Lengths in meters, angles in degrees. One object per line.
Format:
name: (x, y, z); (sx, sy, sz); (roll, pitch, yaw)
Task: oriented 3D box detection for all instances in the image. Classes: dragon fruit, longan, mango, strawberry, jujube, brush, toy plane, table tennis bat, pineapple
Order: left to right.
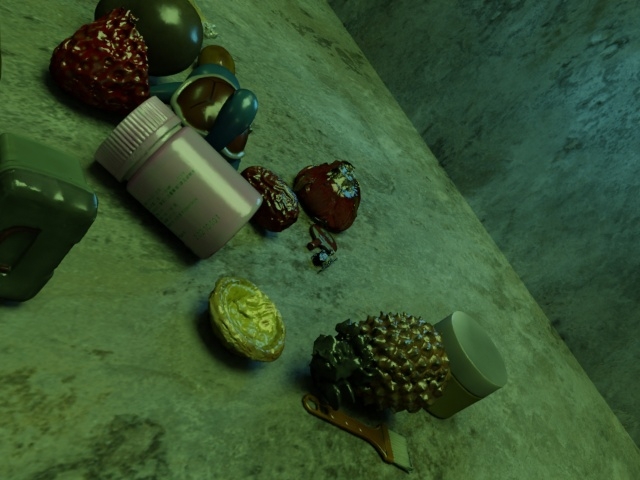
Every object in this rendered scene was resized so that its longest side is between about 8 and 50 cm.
strawberry: (-0.454, -0.344, 1.286); (0.178, 0.234, 0.234); (-21, 71, -32)
longan: (-0.400, -0.496, 1.477); (0.248, 0.248, 0.248); (38, 28, -25)
mango: (-0.293, -0.479, 1.778); (0.111, 0.089, 0.163); (6, 59, -40)
jujube: (-0.128, -0.103, 1.512); (0.176, 0.109, 0.112); (52, 21, 12)
table tennis bat: (0.000, 0.000, 1.689); (0.098, 0.019, 0.155); (51, 23, 3)
toy plane: (0.012, 0.047, 1.628); (0.049, 0.031, 0.121); (57, 28, 1)
dragon fruit: (0.045, -0.149, 1.800); (0.224, 0.148, 0.218); (6, 47, -57)
brush: (0.079, 0.389, 1.299); (0.314, 0.017, 0.090); (35, 27, -28)
pineapple: (0.095, 0.255, 1.309); (0.357, 0.223, 0.222); (8, 47, -41)

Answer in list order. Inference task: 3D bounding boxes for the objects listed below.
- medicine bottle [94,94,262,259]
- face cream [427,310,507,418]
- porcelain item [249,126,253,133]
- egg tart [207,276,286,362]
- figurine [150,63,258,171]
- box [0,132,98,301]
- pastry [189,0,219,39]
medicine bottle: (-0.272, -0.119, 1.225); (0.291, 0.178, 0.178); (44, 26, -11)
face cream: (0.337, 0.318, 1.613); (0.218, 0.179, 0.218); (38, 28, -25)
porcelain item: (-0.220, -0.335, 1.768); (0.083, 0.028, 0.036); (58, 10, 19)
egg tart: (-0.144, 0.155, 1.181); (0.191, 0.074, 0.191); (39, 27, -25)
figurine: (-0.266, -0.275, 1.448); (0.298, 0.243, 0.416); (25, 13, -26)
box: (-0.411, -0.028, 0.848); (0.148, 0.210, 0.129); (22, 30, -46)
pastry: (-0.415, -0.701, 1.869); (0.258, 0.089, 0.121); (55, 21, 12)
